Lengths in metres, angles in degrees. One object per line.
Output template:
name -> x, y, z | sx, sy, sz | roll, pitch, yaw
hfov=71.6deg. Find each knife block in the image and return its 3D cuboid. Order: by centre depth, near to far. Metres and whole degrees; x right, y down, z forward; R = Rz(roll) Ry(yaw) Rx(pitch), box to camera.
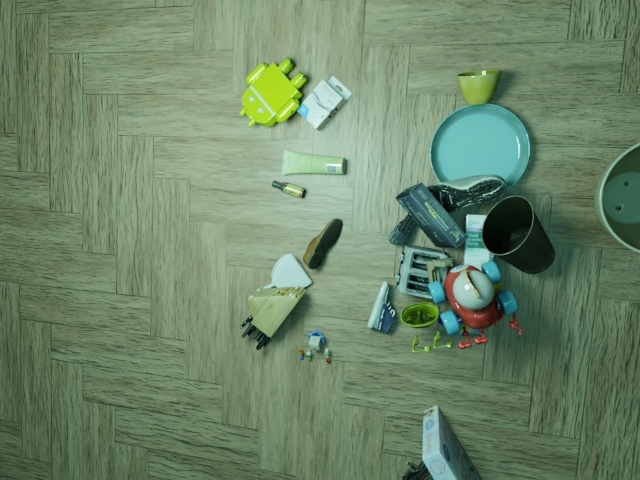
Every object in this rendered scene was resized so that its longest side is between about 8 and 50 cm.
knife block -> -0.174, 0.302, 1.674 | 0.276, 0.088, 0.242 | -6, 107, 20

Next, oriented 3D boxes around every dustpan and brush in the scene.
dustpan and brush -> -0.156, 0.154, 1.700 | 0.211, 0.060, 0.147 | -34, 99, 7

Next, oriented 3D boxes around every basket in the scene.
basket -> 0.634, 0.005, 1.400 | 0.154, 0.227, 0.204 | 1, 63, 49

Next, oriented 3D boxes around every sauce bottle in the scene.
sauce bottle -> -0.120, -0.194, 1.664 | 0.128, 0.042, 0.042 | 19, 99, 13

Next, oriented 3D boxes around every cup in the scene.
cup -> 0.969, -0.127, 1.317 | 0.331, 0.237, 0.330 | 1, 94, 13

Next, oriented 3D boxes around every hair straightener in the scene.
hair straightener -> 0.353, 0.850, 1.647 | 0.089, 0.047, 0.230 | 34, 106, 8

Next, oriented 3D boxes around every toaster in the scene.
toaster -> 0.359, 0.111, 1.543 | 0.186, 0.110, 0.167 | 11, 98, 12

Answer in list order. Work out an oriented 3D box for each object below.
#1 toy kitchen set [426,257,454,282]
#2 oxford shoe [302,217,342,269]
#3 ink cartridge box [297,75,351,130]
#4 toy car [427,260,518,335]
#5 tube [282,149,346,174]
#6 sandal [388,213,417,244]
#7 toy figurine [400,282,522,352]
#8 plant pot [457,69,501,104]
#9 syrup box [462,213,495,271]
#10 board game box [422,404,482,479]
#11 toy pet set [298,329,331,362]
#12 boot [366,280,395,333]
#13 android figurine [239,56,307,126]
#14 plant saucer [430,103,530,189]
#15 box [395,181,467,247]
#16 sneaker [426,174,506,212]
toy kitchen set -> 0.403, 0.097, 1.443 | 0.068, 0.083, 0.075 | -10, 93, -28
oxford shoe -> 0.000, 0.000, 1.642 | 0.212, 0.076, 0.076 | -54, 42, 1
ink cartridge box -> 0.014, -0.499, 1.596 | 0.104, 0.060, 0.180 | 45, 103, 7
toy car -> 0.442, 0.137, 1.308 | 0.219, 0.238, 0.210 | -21, 56, 8
tube -> -0.027, -0.282, 1.630 | 0.240, 0.062, 0.070 | 6, 55, 17
sandal -> 0.312, -0.054, 1.582 | 0.067, 0.040, 0.179 | 38, 87, 2
toy figurine -> 0.472, 0.293, 1.483 | 0.363, 0.217, 0.191 | -17, 57, 12
plant pot -> 0.519, -0.501, 1.456 | 0.134, 0.134, 0.095 | -3, 116, 13
syrup box -> 0.532, 0.031, 1.495 | 0.093, 0.096, 0.236 | 3, 92, 15
board game box -> 0.447, 0.764, 1.472 | 0.066, 0.319, 0.317 | -31, 86, 14
toy pet set -> -0.021, 0.401, 1.693 | 0.122, 0.065, 0.114 | 4, 130, 16
boot -> 0.237, 0.243, 1.611 | 0.086, 0.069, 0.189 | 18, 107, 4
android figurine -> -0.182, -0.534, 1.624 | 0.273, 0.056, 0.248 | -40, 71, 12
plant saucer -> 0.534, -0.298, 1.503 | 0.318, 0.044, 0.317 | 1, 94, 13
box -> 0.362, -0.079, 1.471 | 0.059, 0.183, 0.232 | -42, 94, -5
sneaker -> 0.472, -0.160, 1.466 | 0.272, 0.108, 0.100 | -5, 113, 29
